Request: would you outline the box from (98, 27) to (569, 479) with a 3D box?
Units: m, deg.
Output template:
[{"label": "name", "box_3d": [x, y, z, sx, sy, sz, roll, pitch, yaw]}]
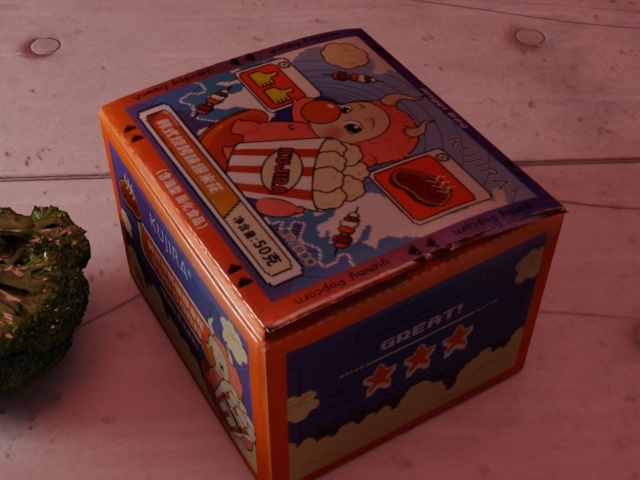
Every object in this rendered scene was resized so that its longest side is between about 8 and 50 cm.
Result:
[{"label": "box", "box_3d": [0.000, 0.000, 0.931, 0.319, 0.256, 0.348, -21, 49, -22]}]

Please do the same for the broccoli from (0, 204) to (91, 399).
[{"label": "broccoli", "box_3d": [-0.354, 0.048, 0.907, 0.261, 0.241, 0.269, -33, 22, -6]}]
